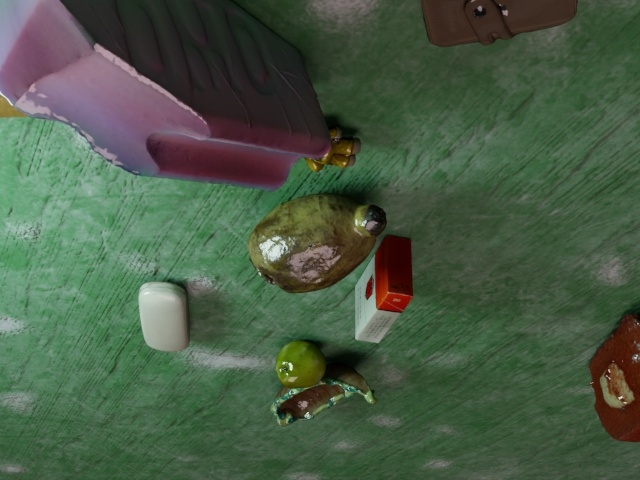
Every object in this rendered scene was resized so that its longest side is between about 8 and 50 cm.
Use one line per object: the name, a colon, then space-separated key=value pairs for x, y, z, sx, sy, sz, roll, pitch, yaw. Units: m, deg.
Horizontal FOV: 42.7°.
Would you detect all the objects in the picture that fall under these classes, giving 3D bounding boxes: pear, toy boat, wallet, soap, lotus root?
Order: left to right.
soap: x=-0.148 y=-0.163 z=0.797 sx=0.109 sy=0.192 sz=0.324 roll=-33 pitch=158 yaw=34
pear: x=-0.037 y=0.222 z=1.462 sx=0.092 sy=0.097 sz=0.092 roll=13 pitch=123 yaw=21
lotus root: x=0.000 y=0.000 z=1.105 sx=0.214 sy=0.138 sz=0.138 roll=-20 pitch=140 yaw=28
toy boat: x=0.013 y=0.287 z=1.552 sx=0.108 sy=0.099 sz=0.293 roll=23 pitch=148 yaw=-30
wallet: x=0.173 y=-0.247 z=0.809 sx=0.153 sy=0.038 sz=0.118 roll=-9 pitch=142 yaw=14

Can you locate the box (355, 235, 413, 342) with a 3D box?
box: x=0.093 y=0.075 z=1.230 sx=0.048 sy=0.100 sz=0.152 roll=9 pitch=145 yaw=-15

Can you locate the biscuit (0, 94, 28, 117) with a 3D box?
biscuit: x=-0.447 y=-0.183 z=0.945 sx=0.236 sy=0.040 sz=0.144 roll=-9 pitch=139 yaw=12

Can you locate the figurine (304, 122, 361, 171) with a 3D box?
figurine: x=-0.026 y=-0.113 z=0.991 sx=0.143 sy=0.068 sz=0.101 roll=28 pitch=121 yaw=-34

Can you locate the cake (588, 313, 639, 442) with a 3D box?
cake: x=0.566 y=0.244 z=1.384 sx=0.151 sy=0.177 sz=0.283 roll=5 pitch=147 yaw=-3

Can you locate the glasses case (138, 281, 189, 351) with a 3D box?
glasses case: x=-0.260 y=0.131 z=1.372 sx=0.081 sy=0.051 sz=0.204 roll=5 pitch=146 yaw=-5
